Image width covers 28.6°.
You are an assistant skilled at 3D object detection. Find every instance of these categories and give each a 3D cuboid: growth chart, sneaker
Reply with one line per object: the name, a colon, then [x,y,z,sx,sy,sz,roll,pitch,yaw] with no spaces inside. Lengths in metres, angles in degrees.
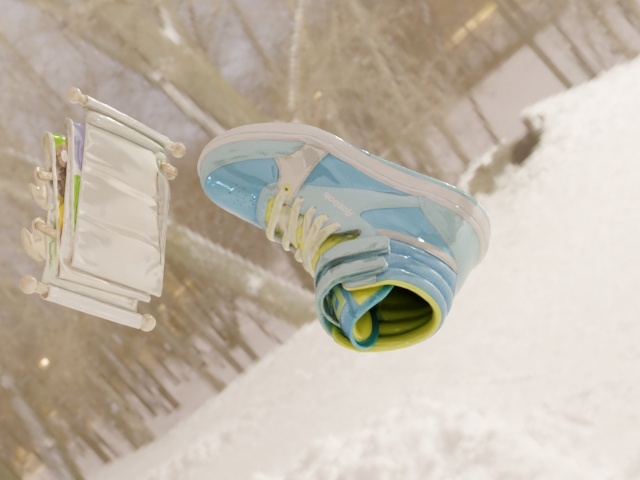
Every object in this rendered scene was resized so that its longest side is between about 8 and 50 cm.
growth chart: [-0.201,-0.031,1.169,0.021,0.172,0.237,-22,50,36]
sneaker: [0.000,0.000,1.253,0.208,0.318,0.127,-63,-15,-47]
